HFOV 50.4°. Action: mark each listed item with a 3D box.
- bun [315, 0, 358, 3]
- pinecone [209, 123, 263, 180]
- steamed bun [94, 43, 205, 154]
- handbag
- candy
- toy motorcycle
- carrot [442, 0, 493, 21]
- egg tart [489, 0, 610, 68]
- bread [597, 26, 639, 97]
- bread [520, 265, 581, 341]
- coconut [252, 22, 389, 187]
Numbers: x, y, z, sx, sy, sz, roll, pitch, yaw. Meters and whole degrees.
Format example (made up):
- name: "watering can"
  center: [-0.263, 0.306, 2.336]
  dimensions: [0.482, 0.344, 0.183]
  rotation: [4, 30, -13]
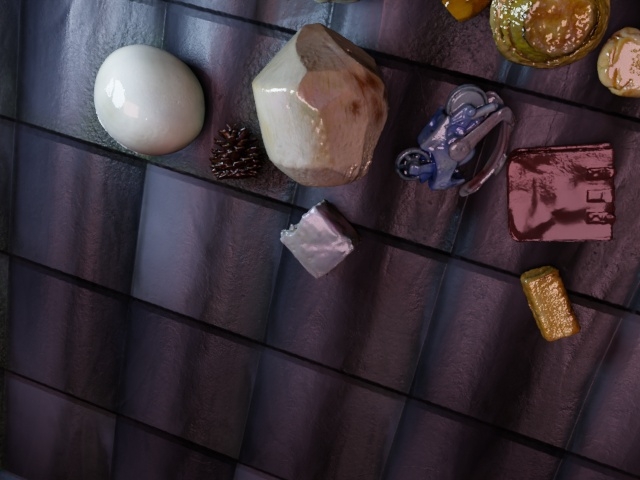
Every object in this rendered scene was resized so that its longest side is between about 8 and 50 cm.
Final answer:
- name: "bun"
  center: [0.040, -0.712, 1.709]
  dimensions: [0.273, 0.168, 0.272]
  rotation: [6, 138, 5]
- name: "pinecone"
  center: [-0.249, -0.260, 2.002]
  dimensions: [0.163, 0.163, 0.165]
  rotation: [-4, 93, 19]
- name: "steamed bun"
  center: [-0.472, -0.403, 1.926]
  dimensions: [0.206, 0.324, 0.324]
  rotation: [-33, 96, 41]
- name: "handbag"
  center: [0.636, -0.122, 1.802]
  dimensions: [0.276, 0.084, 0.259]
  rotation: [-3, 106, 18]
- name: "candy"
  center: [0.000, 0.000, 2.015]
  dimensions: [0.185, 0.137, 0.195]
  rotation: [-41, 95, 25]
- name: "toy motorcycle"
  center: [0.371, -0.241, 1.789]
  dimensions: [0.241, 0.182, 0.319]
  rotation: [40, 113, 1]
- name: "carrot"
  center: [0.438, -0.664, 1.664]
  dimensions: [0.302, 0.114, 0.114]
  rotation: [-37, 94, 22]
- name: "egg tart"
  center: [0.556, -0.533, 1.628]
  dimensions: [0.294, 0.123, 0.293]
  rotation: [0, 122, -1]
- name: "bread"
  center: [0.824, -0.424, 1.617]
  dimensions: [0.312, 0.121, 0.172]
  rotation: [7, 107, 15]
- name: "bread"
  center: [0.641, 0.175, 1.900]
  dimensions: [0.114, 0.083, 0.210]
  rotation: [-19, 101, 17]
- name: "coconut"
  center: [0.006, -0.351, 1.761]
  dimensions: [0.345, 0.415, 0.414]
  rotation: [-8, 106, -2]
